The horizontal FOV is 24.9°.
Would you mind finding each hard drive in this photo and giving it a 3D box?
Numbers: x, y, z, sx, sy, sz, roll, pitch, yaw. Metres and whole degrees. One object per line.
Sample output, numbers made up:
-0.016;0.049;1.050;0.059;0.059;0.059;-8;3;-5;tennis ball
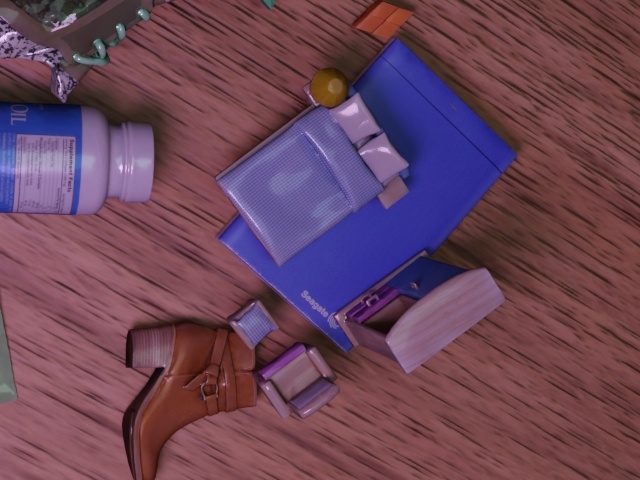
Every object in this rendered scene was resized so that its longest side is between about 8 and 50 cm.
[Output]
0.058;-0.053;1.730;0.210;0.040;0.318;42;84;-14;hard drive

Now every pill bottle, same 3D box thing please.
-0.299;-0.090;1.595;0.222;0.124;0.124;1;95;-15;pill bottle

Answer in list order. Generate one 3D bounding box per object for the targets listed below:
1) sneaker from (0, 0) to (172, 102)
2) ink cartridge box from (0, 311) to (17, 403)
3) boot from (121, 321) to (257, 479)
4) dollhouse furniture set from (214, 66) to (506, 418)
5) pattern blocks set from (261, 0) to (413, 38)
-0.261;-0.246;1.588;0.411;0.158;0.182;-5;102;-6;sneaker
-0.466;0.131;1.603;0.235;0.056;0.171;-10;103;-11;ink cartridge box
-0.150;0.194;1.687;0.152;0.073;0.197;2;97;-18;boot
0.000;0.000;1.592;0.286;0.198;0.303;-36;102;-11;dollhouse furniture set
0.065;-0.373;1.667;0.325;0.026;0.285;-24;118;-12;pattern blocks set
